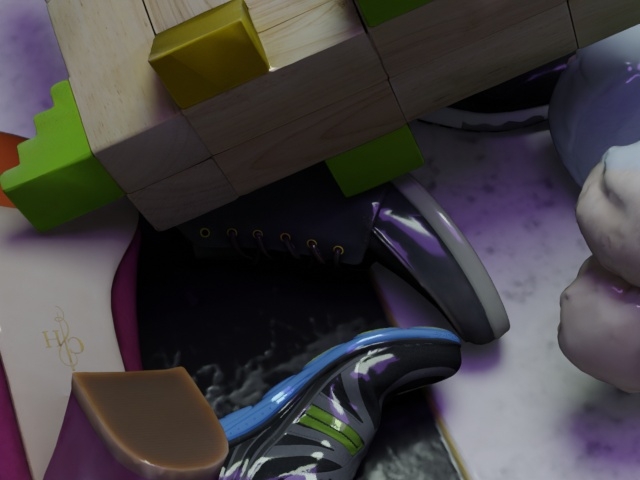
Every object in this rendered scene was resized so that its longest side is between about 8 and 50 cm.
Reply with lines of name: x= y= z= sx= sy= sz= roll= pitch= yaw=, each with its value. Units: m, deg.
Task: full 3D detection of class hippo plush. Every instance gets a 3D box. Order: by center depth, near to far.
hippo plush: x=0.232 y=-0.072 z=0.949 sx=0.294 sy=0.234 sz=0.236 roll=-31 pitch=48 yaw=13

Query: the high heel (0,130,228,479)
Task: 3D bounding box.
high heel: x=-0.152 y=0.083 z=0.912 sx=0.127 sy=0.181 sz=0.377 roll=5 pitch=28 yaw=-24

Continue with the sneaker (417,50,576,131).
sneaker: x=0.052 y=-0.144 z=1.049 sx=0.283 sy=0.124 sz=0.107 roll=3 pitch=59 yaw=-3

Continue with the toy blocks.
toy blocks: x=-0.007 y=-0.186 z=0.925 sx=0.381 sy=0.190 sz=0.260 roll=-23 pitch=62 yaw=5

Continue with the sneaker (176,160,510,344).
sneaker: x=0.000 y=0.000 z=0.999 sx=0.118 sy=0.083 sz=0.222 roll=-42 pitch=76 yaw=-5

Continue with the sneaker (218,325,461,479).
sneaker: x=-0.001 y=0.109 z=0.935 sx=0.188 sy=0.067 sz=0.078 roll=-33 pitch=76 yaw=-17
